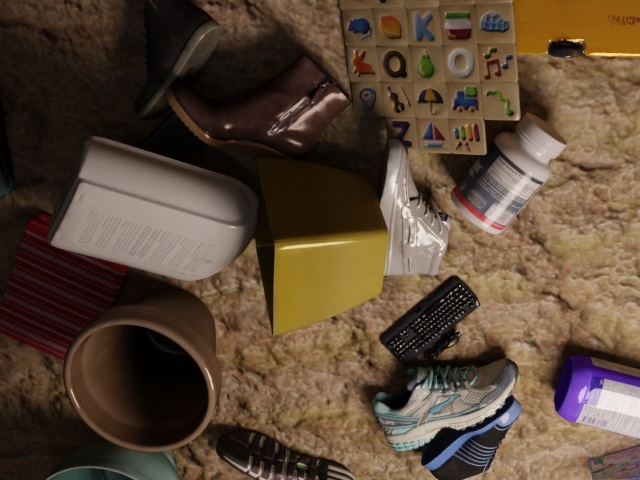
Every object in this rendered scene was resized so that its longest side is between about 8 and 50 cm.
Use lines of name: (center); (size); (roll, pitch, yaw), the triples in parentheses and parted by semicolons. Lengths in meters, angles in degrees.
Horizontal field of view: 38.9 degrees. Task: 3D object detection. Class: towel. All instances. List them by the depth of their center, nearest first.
towel: (-0.482, 0.097, 1.688); (0.198, 0.031, 0.275); (25, 116, -4)

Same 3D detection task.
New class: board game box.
board game box: (-0.571, -0.155, 1.542); (0.026, 0.126, 0.186); (1, 113, 8)
board game box: (0.564, 0.411, 1.620); (0.154, 0.103, 0.026); (-22, 108, 17)

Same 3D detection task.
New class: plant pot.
plant pot: (0.000, 0.000, 1.465); (0.187, 0.212, 0.212); (-6, 134, -10)
plant pot: (-0.287, 0.200, 1.592); (0.263, 0.229, 0.263); (3, 113, 7)
plant pot: (-0.385, 0.497, 1.751); (0.293, 0.196, 0.293); (3, 114, 7)

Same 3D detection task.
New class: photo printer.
photo printer: (-0.264, -0.038, 1.475); (0.307, 0.107, 0.256); (16, 149, -20)

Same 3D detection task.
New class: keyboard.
keyboard: (0.203, 0.158, 1.604); (0.100, 0.038, 0.192); (42, 113, -10)

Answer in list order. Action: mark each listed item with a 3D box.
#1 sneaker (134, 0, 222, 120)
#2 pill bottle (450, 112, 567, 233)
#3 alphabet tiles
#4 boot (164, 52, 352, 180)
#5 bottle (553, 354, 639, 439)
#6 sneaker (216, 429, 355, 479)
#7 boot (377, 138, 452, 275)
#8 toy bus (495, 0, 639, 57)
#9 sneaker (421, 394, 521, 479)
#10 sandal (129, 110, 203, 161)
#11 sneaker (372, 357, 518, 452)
sneaker: (-0.255, -0.303, 1.469); (0.118, 0.083, 0.222); (48, 121, 9)
pill bottle: (0.300, -0.108, 1.438); (0.108, 0.108, 0.180); (35, 113, -7)
alphabet tiles: (0.160, -0.297, 1.370); (0.285, 0.011, 0.343); (7, 117, 33)
boot: (-0.099, -0.227, 1.452); (0.248, 0.090, 0.207); (36, 107, -25)
bottle: (0.557, 0.285, 1.573); (0.282, 0.092, 0.118); (14, 115, 3)
sneaker: (-0.085, 0.483, 1.752); (0.281, 0.106, 0.163); (21, 117, -1)
boot: (0.156, -0.051, 1.492); (0.123, 0.095, 0.258); (2, 129, 0)
toy bus: (0.420, -0.327, 1.313); (0.332, 0.130, 0.108); (3, 112, 8)
sneaker: (0.293, 0.370, 1.662); (0.090, 0.081, 0.232); (40, 120, -12)
sandal: (-0.293, -0.139, 1.553); (0.254, 0.054, 0.097); (-32, 112, 10)
sneaker: (0.216, 0.274, 1.614); (0.283, 0.110, 0.122); (-32, 102, 19)
